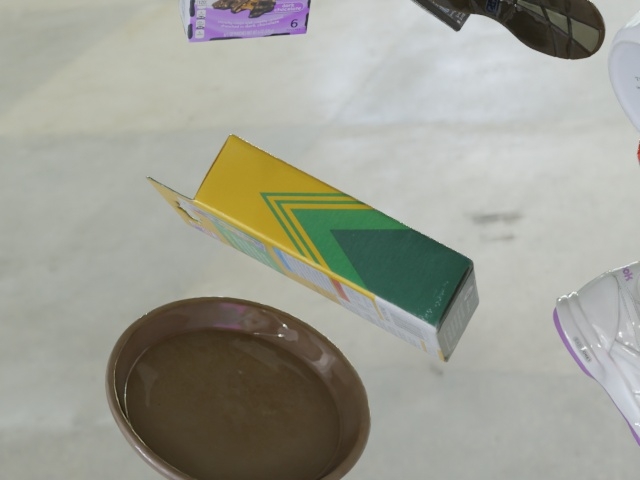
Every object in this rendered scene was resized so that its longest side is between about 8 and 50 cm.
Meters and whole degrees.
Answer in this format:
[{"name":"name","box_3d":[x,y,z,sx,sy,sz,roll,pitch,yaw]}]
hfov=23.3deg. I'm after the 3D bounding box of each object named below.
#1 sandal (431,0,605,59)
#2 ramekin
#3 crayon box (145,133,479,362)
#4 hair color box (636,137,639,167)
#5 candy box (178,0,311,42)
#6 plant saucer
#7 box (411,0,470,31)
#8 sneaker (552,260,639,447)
[{"name":"sandal","box_3d":[0.213,-0.270,1.705,0.219,0.090,0.060,21,45,12]},{"name":"ramekin","box_3d":[0.540,-0.236,2.284,0.127,0.273,0.273,-34,30,-14]},{"name":"crayon box","box_3d":[0.000,0.000,1.562,0.323,0.083,0.203,27,-8,12]},{"name":"hair color box","box_3d":[0.459,-0.079,2.058,0.043,0.141,0.072,-7,36,24]},{"name":"candy box","box_3d":[-0.093,-0.355,2.001,0.165,0.196,0.070,-6,51,-13]},{"name":"plant saucer","box_3d":[-0.085,0.167,1.592,0.278,0.041,0.278,11,41,-9]},{"name":"box","box_3d":[0.158,-0.401,1.934,0.060,0.216,0.270,38,9,31]},{"name":"sneaker","box_3d":[0.406,0.160,1.788,0.152,0.305,0.114,-36,10,15]}]
